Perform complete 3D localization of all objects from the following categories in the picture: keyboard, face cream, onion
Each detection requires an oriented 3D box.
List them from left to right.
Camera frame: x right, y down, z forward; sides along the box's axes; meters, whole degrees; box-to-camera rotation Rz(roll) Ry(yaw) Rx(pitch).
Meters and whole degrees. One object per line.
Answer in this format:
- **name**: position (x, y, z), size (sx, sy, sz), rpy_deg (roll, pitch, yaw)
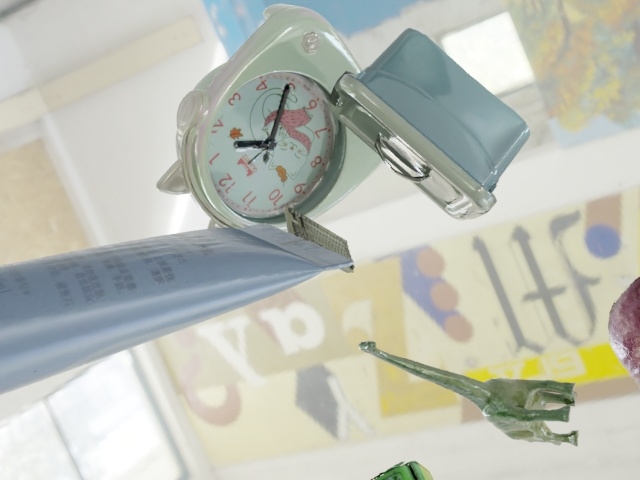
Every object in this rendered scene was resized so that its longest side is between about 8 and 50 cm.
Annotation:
- **face cream**: position (-0.172, 0.047, 0.765), size (0.385, 0.086, 0.136), rpy_deg (-16, -159, -29)
- **keyboard**: position (0.000, 0.000, 1.330), size (0.015, 0.049, 0.129), rpy_deg (-25, 148, 26)
- **onion**: position (0.565, 0.153, 1.652), size (0.250, 0.247, 0.111), rpy_deg (-35, -169, 25)

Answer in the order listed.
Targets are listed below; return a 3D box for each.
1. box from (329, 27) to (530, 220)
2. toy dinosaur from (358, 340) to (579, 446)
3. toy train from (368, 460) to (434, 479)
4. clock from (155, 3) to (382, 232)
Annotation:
- **box**: position (0.124, -0.130, 1.279), size (0.130, 0.227, 0.162), rpy_deg (-48, 180, -7)
- **toy dinosaur**: position (0.249, 0.260, 1.739), size (0.301, 0.087, 0.447), rpy_deg (0, 152, 17)
- **toy train**: position (0.076, 0.400, 1.492), size (0.243, 0.132, 0.188), rpy_deg (-29, 150, 8)
- **clock**: position (-0.075, -0.140, 1.513), size (0.324, 0.265, 0.109), rpy_deg (-42, -148, -11)
